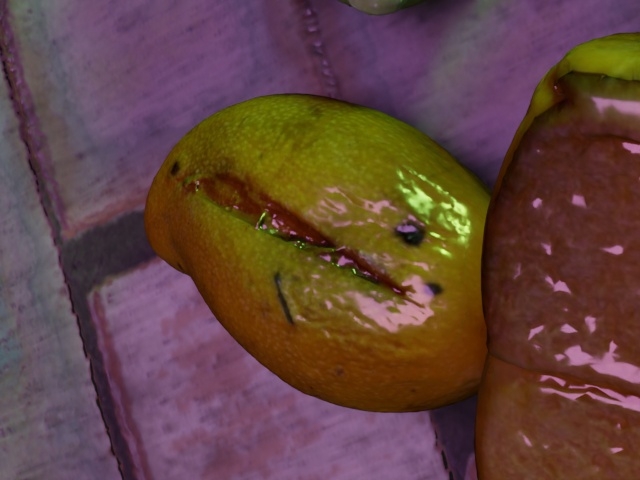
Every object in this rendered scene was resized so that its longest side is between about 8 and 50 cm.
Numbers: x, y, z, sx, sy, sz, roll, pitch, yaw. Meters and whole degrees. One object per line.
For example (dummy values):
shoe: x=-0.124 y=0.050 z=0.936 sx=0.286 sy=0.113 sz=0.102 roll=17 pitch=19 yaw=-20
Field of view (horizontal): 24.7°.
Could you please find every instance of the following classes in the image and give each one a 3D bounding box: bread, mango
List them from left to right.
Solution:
mango: x=-0.002 y=0.000 z=0.909 sx=0.295 sy=0.120 sz=0.177 roll=25 pitch=99 yaw=30
bread: x=0.247 y=0.070 z=0.732 sx=0.337 sy=0.148 sz=0.328 roll=12 pitch=111 yaw=29

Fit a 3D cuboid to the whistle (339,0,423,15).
whistle: x=-0.011 y=-0.228 z=0.927 sx=0.288 sy=0.131 sz=0.106 roll=35 pitch=148 yaw=26
